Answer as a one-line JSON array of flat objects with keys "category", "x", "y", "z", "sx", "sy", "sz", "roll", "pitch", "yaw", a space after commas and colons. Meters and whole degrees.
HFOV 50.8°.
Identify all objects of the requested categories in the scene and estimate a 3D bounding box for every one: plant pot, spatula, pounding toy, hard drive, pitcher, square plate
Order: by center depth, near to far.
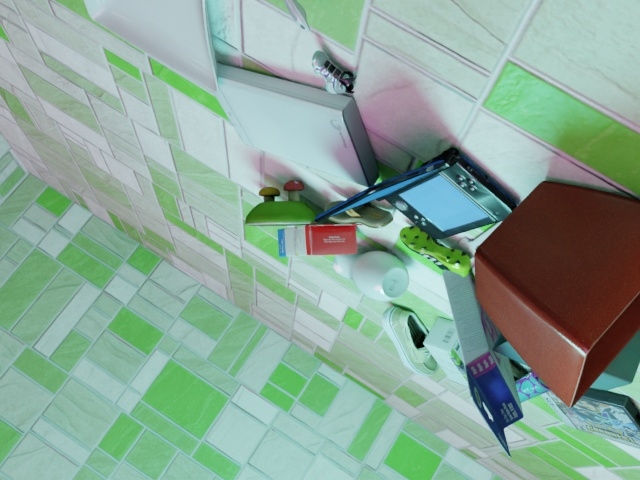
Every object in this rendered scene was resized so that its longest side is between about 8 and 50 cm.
[{"category": "plant pot", "x": 0.399, "y": 0.062, "z": 1.090, "sx": 0.236, "sy": 0.267, "sz": 0.267, "roll": 39, "pitch": 165, "yaw": 30}, {"category": "square plate", "x": -0.330, "y": -0.469, "z": 1.255, "sx": 0.344, "sy": 0.049, "sz": 0.347, "roll": 32, "pitch": 157, "yaw": 11}, {"category": "plant pot", "x": 0.501, "y": 0.190, "z": 1.333, "sx": 0.234, "sy": 0.165, "sz": 0.165, "roll": 29, "pitch": 160, "yaw": 6}, {"category": "spatula", "x": 0.365, "y": 0.046, "z": 1.373, "sx": 0.168, "sy": 0.019, "sz": 0.242, "roll": 54, "pitch": 161, "yaw": 6}, {"category": "hard drive", "x": -0.059, "y": -0.239, "z": 1.390, "sx": 0.353, "sy": 0.047, "sz": 0.233, "roll": 22, "pitch": 157, "yaw": 31}, {"category": "pounding toy", "x": -0.097, "y": -0.092, "z": 1.704, "sx": 0.183, "sy": 0.110, "sz": 0.237, "roll": -1, "pitch": 180, "yaw": -2}, {"category": "pitcher", "x": 0.154, "y": 0.090, "z": 1.739, "sx": 0.178, "sy": 0.125, "sz": 0.207, "roll": 22, "pitch": 180, "yaw": -31}]

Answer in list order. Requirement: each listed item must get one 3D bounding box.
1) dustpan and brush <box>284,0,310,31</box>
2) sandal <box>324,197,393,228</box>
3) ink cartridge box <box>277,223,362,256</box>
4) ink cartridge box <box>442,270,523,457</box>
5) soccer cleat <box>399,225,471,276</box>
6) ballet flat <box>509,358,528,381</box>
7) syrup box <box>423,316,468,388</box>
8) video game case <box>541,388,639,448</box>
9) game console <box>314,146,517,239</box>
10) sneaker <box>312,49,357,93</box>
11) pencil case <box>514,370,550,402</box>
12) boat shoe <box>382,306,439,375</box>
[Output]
[{"category": "dustpan and brush", "x": -0.067, "y": -0.406, "z": 0.991, "sx": 0.147, "sy": 0.060, "sz": 0.211, "roll": 7, "pitch": 147, "yaw": 52}, {"category": "sandal", "x": 0.085, "y": -0.071, "z": 1.528, "sx": 0.180, "sy": 0.072, "sz": 0.049, "roll": 14, "pitch": 137, "yaw": 41}, {"category": "ink cartridge box", "x": 0.000, "y": 0.000, "z": 1.711, "sx": 0.134, "sy": 0.077, "sz": 0.231, "roll": -2, "pitch": 179, "yaw": -29}, {"category": "ink cartridge box", "x": 0.381, "y": 0.273, "z": 1.527, "sx": 0.072, "sy": 0.330, "sz": 0.324, "roll": -21, "pitch": 135, "yaw": 16}, {"category": "soccer cleat", "x": 0.249, "y": 0.027, "z": 1.478, "sx": 0.179, "sy": 0.060, "sz": 0.072, "roll": 31, "pitch": 158, "yaw": 30}, {"category": "ballet flat", "x": 0.515, "y": 0.360, "z": 1.848, "sx": 0.084, "sy": 0.058, "sz": 0.250, "roll": 10, "pitch": 149, "yaw": 51}, {"category": "syrup box", "x": 0.391, "y": 0.325, "z": 1.914, "sx": 0.096, "sy": 0.093, "sz": 0.237, "roll": 14, "pitch": 152, "yaw": 44}, {"category": "video game case", "x": 0.721, "y": 0.454, "z": 1.775, "sx": 0.248, "sy": 0.035, "sz": 0.275, "roll": 46, "pitch": 157, "yaw": -29}, {"category": "game console", "x": 0.171, "y": -0.049, "z": 1.277, "sx": 0.250, "sy": 0.173, "sz": 0.293, "roll": 39, "pitch": 160, "yaw": -11}, {"category": "sneaker", "x": 0.031, "y": -0.287, "z": 1.156, "sx": 0.069, "sy": 0.038, "sz": 0.098, "roll": 18, "pitch": 164, "yaw": 34}, {"category": "pencil case", "x": 0.539, "y": 0.388, "z": 1.784, "sx": 0.070, "sy": 0.064, "sz": 0.152, "roll": 38, "pitch": 136, "yaw": -7}, {"category": "boat shoe", "x": 0.290, "y": 0.317, "z": 2.042, "sx": 0.094, "sy": 0.109, "sz": 0.302, "roll": 7, "pitch": 144, "yaw": 49}]
